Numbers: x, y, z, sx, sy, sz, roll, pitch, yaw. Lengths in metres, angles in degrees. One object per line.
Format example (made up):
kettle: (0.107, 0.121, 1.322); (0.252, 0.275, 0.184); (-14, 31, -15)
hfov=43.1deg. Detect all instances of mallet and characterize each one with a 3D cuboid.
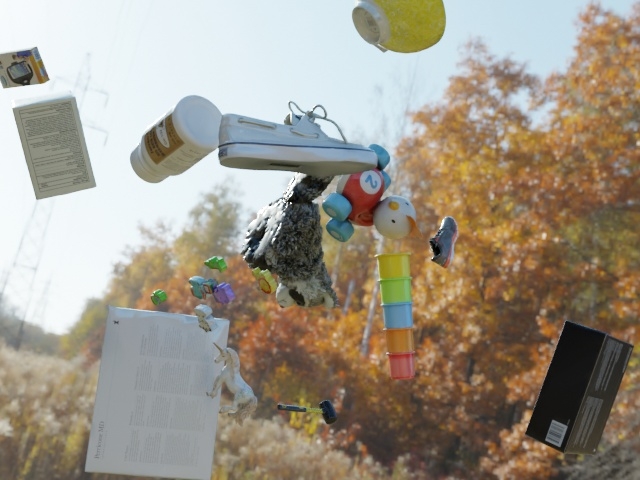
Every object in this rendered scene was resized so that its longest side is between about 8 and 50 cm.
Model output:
mallet: (-0.038, 0.450, 2.183); (0.190, 0.062, 0.039); (20, -58, -30)

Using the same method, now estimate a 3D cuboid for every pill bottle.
pill bottle: (-0.324, -0.217, 1.802); (0.131, 0.131, 0.229); (22, -34, -36)

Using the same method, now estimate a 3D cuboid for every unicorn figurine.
unicorn figurine: (-0.186, 0.293, 1.667); (0.162, 0.111, 0.060); (44, 18, 5)

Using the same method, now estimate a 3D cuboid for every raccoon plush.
raccoon plush: (0.000, 0.000, 2.212); (0.299, 0.446, 0.216); (32, 25, -27)

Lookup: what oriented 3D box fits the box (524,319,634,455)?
box: (0.558, 0.319, 1.738); (0.103, 0.261, 0.184); (19, -1, 43)

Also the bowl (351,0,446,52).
bowl: (0.176, -0.607, 2.147); (0.289, 0.156, 0.289); (46, -20, 22)

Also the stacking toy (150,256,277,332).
stacking toy: (-0.217, 0.102, 1.613); (0.167, 0.052, 0.221); (-32, 28, -35)

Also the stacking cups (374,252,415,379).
stacking cups: (0.188, 0.191, 2.046); (0.096, 0.316, 0.096); (-1, -5, 0)

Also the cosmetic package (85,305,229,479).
cosmetic package: (-0.380, 0.358, 1.902); (0.284, 0.377, 0.097); (9, -10, -12)

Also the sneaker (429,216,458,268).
sneaker: (0.326, -0.004, 2.172); (0.065, 0.158, 0.061); (19, -35, -14)

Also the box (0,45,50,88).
box: (-0.684, -0.388, 1.823); (0.136, 0.028, 0.081); (-3, -60, 21)

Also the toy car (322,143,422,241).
toy car: (0.164, -0.085, 2.073); (0.238, 0.219, 0.210); (29, -23, 20)

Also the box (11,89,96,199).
box: (-0.651, -0.235, 1.976); (0.149, 0.232, 0.127); (-14, 22, -18)

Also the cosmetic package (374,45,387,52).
cosmetic package: (0.227, -0.705, 2.486); (0.099, 0.239, 0.060); (32, -5, -11)

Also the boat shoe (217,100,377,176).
boat shoe: (-0.046, -0.228, 1.740); (0.367, 0.156, 0.136); (1, -10, -23)
